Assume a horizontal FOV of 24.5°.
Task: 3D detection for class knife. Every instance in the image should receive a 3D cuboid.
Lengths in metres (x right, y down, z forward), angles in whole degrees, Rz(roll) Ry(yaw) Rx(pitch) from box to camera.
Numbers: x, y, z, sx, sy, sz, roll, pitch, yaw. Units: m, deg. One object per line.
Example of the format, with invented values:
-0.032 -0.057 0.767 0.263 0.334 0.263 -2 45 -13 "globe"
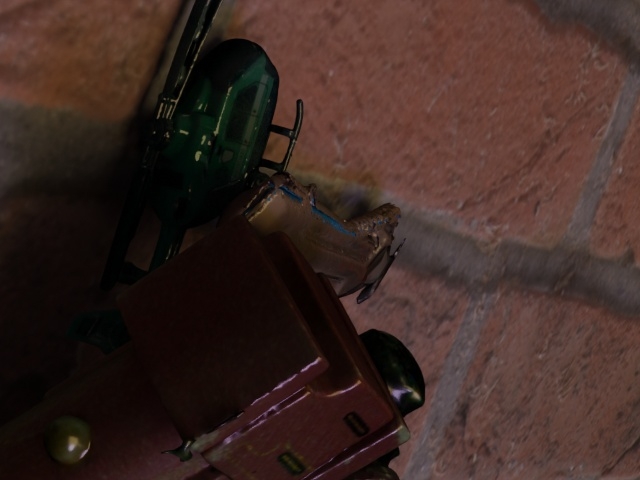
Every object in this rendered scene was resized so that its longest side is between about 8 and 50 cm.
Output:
-0.005 -0.003 0.952 0.089 0.043 0.365 -61 166 2 "knife"

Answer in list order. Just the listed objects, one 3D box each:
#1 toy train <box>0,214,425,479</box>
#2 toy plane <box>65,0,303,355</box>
-0.092 0.127 0.807 0.304 0.150 0.221 -32 149 4 "toy train"
-0.078 -0.035 0.889 0.096 0.060 0.235 20 89 -50 "toy plane"
